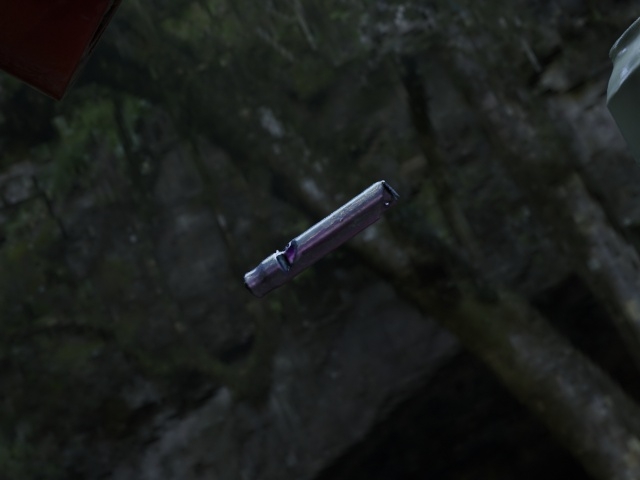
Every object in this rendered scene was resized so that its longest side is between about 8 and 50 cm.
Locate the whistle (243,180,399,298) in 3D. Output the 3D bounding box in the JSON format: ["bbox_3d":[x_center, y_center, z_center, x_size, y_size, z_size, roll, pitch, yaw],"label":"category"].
[{"bbox_3d":[0.000,0.000,1.552,0.176,0.033,0.033,-35,-24,12],"label":"whistle"}]

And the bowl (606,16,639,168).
[{"bbox_3d":[0.332,-0.161,1.384,0.211,0.112,0.211,-39,-8,-7],"label":"bowl"}]

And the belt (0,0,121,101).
[{"bbox_3d":[-0.138,-0.243,1.007,0.115,0.323,0.227,29,-34,-10],"label":"belt"}]
